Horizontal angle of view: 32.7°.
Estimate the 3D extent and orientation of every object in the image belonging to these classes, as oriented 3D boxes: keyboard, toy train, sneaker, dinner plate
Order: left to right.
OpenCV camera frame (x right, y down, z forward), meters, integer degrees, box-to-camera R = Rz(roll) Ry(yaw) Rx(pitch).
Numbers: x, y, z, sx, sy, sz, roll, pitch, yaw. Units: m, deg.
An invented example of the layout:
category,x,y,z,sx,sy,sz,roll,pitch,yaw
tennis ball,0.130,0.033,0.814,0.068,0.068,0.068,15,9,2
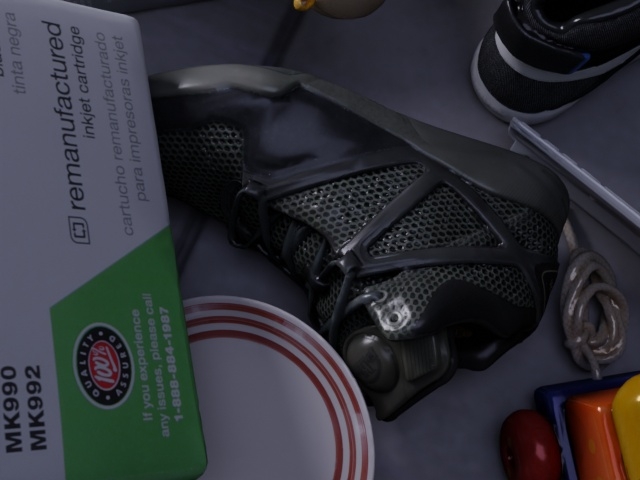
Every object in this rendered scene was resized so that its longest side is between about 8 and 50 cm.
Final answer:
category,x,y,z,sx,sy,sz,roll,pitch,yaw
dinner plate,-0.043,0.095,0.497,0.141,0.017,0.141,0,91,15
sneaker,0.000,0.000,0.503,0.228,0.087,0.130,19,56,-5
toy train,0.145,0.078,0.475,0.105,0.143,0.248,-8,75,-9
sneaker,0.178,-0.147,0.554,0.217,0.121,0.079,-40,83,-15
keyboard,0.193,0.024,0.535,0.256,0.072,0.014,40,91,6

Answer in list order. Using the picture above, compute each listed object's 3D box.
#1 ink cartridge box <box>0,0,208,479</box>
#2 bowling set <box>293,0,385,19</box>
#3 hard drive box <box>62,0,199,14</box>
category,x,y,z,sx,sy,sz,roll,pitch,yaw
ink cartridge box,-0.201,0.008,0.394,0.289,0.122,0.211,3,71,-45
bowling set,0.095,-0.215,0.479,0.287,0.200,0.154,-42,99,-36
hard drive box,-0.127,-0.212,0.558,0.232,0.089,0.181,-12,76,-10
